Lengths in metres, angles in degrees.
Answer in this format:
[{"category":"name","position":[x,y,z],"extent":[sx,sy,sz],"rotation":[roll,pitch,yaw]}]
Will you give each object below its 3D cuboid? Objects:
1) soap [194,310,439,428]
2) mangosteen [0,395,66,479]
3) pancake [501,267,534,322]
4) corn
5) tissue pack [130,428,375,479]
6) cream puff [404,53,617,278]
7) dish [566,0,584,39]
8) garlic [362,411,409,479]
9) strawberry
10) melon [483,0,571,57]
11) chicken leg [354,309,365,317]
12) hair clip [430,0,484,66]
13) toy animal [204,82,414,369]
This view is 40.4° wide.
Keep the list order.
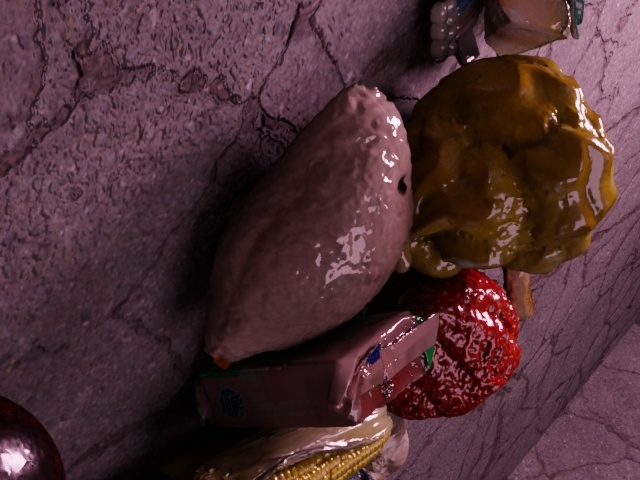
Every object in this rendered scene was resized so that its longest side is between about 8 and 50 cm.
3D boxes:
[{"category":"soap","position":[-0.008,0.164,1.096],"extent":[0.217,0.273,0.098],"rotation":[-23,98,-46]},{"category":"mangosteen","position":[-0.304,0.252,0.715],"extent":[0.235,0.261,0.236],"rotation":[-39,145,-34]},{"category":"pancake","position":[0.326,-0.033,1.468],"extent":[0.356,0.065,0.357],"rotation":[-2,90,-84]},{"category":"corn","position":[-0.028,0.273,1.122],"extent":[0.305,0.123,0.122],"rotation":[-17,131,-50]},{"category":"tissue pack","position":[-0.140,0.436,1.171],"extent":[0.416,0.253,0.264],"rotation":[-17,131,-53]},{"category":"cream puff","position":[0.203,-0.081,1.151],"extent":[0.257,0.324,0.291],"rotation":[-21,112,-29]},{"category":"dish","position":[0.328,-0.391,1.226],"extent":[0.224,0.078,0.246],"rotation":[66,31,-49]},{"category":"garlic","position":[0.045,0.323,1.361],"extent":[0.219,0.218,0.212],"rotation":[-58,-166,0]},{"category":"strawberry","position":[0.174,0.138,1.297],"extent":[0.288,0.238,0.250],"rotation":[59,30,-55]},{"category":"melon","position":[0.272,-0.300,1.160],"extent":[0.093,0.139,0.203],"rotation":[-38,148,-20]},{"category":"chicken leg","position":[0.055,0.126,1.385],"extent":[0.093,0.053,0.205],"rotation":[-46,153,-39]},{"category":"hair clip","position":[0.181,-0.329,1.146],"extent":[0.140,0.054,0.220],"rotation":[-39,142,-30]},{"category":"toy animal","position":[-0.004,0.006,1.026],"extent":[0.358,0.188,0.226],"rotation":[-50,152,-1]}]
